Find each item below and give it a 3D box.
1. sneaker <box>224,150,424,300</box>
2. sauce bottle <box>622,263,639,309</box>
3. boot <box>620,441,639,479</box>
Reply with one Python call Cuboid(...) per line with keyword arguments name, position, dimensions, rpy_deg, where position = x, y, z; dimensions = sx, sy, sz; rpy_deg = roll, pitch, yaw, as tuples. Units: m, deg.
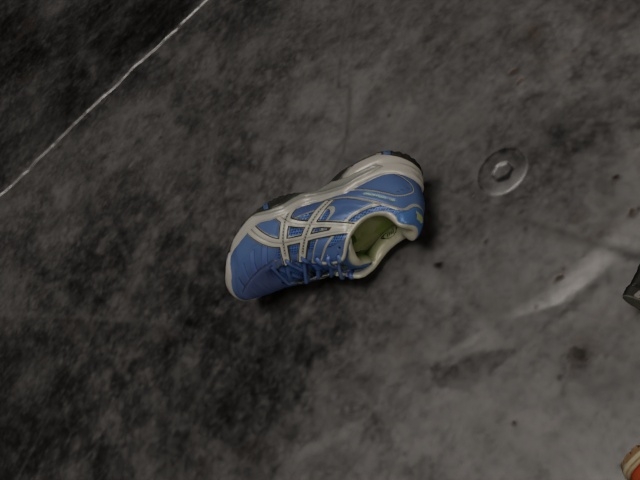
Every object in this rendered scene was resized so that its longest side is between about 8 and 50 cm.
Cuboid(name="sneaker", position=(0.000, 0.000, 1.002), dimensions=(0.211, 0.080, 0.081), rpy_deg=(-32, 43, 21))
Cuboid(name="sauce bottle", position=(0.260, -0.008, 0.817), dimensions=(0.042, 0.042, 0.128), rpy_deg=(17, 76, 45))
Cuboid(name="boot", position=(0.266, 0.148, 0.695), dimensions=(0.158, 0.059, 0.085), rpy_deg=(-19, 56, 28))
